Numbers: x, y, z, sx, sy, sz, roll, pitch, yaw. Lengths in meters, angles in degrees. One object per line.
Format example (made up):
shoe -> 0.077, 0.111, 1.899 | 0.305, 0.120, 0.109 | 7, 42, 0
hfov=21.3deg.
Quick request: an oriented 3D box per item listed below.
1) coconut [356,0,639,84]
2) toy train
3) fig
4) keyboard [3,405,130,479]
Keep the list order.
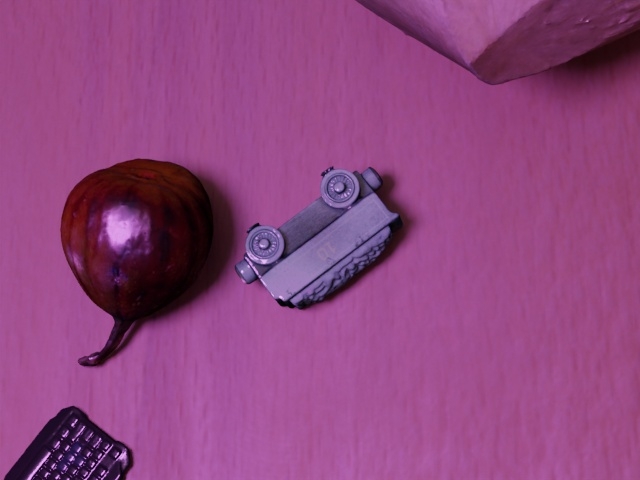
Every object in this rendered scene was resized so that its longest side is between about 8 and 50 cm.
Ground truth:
coconut -> 0.184, -0.337, 1.604 | 0.415, 0.344, 0.415 | -4, 67, 10
toy train -> 0.000, 0.000, 1.682 | 0.172, 0.070, 0.099 | -37, 78, -1
fig -> -0.181, 0.012, 1.674 | 0.148, 0.149, 0.202 | -2, 75, 7
keyboard -> -0.296, 0.289, 1.677 | 0.106, 0.016, 0.262 | 35, 82, 21
